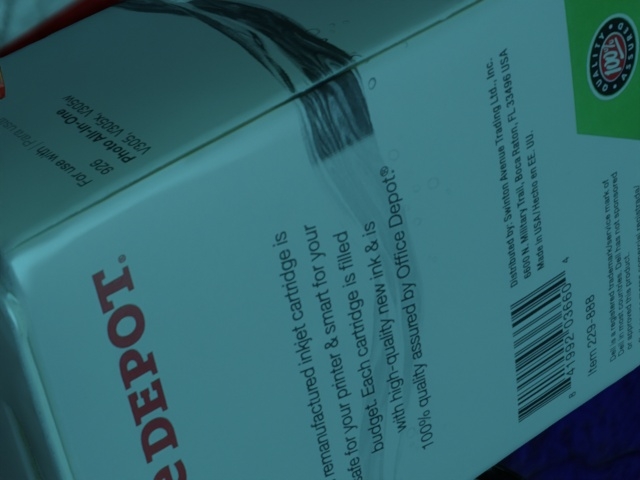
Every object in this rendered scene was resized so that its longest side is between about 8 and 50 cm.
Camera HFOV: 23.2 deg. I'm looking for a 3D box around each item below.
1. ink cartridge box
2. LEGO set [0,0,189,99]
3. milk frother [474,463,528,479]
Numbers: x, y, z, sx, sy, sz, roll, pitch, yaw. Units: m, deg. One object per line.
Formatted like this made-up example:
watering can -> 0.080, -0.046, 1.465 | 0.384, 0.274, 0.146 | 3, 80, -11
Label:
ink cartridge box -> 0.000, 0.000, 0.595 | 0.289, 0.121, 0.211 | -29, 130, -25
LEGO set -> -0.157, -0.066, 0.396 | 0.244, 0.060, 0.182 | -38, 142, 24
milk frother -> 0.028, 0.183, 0.757 | 0.143, 0.129, 0.134 | 13, 110, 1
